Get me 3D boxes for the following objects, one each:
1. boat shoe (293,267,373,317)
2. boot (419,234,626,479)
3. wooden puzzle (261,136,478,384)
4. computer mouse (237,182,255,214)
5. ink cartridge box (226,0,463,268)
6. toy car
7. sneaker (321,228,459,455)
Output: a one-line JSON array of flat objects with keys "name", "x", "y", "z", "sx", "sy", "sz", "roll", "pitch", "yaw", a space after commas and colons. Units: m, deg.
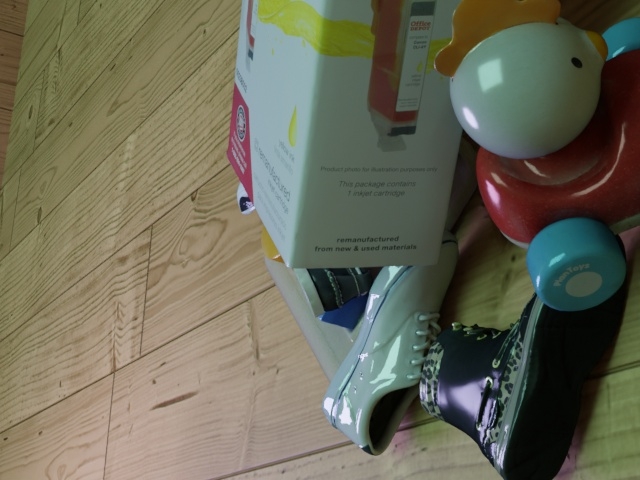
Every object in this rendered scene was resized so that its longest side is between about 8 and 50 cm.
[{"name": "boat shoe", "x": 0.000, "y": 0.000, "z": 1.261, "sx": 0.079, "sy": 0.084, "sz": 0.233, "roll": -25, "pitch": 32, "yaw": 1}, {"name": "boot", "x": 0.174, "y": 0.086, "z": 1.031, "sx": 0.178, "sy": 0.085, "sz": 0.236, "roll": 25, "pitch": 99, "yaw": 65}, {"name": "wooden puzzle", "x": 0.029, "y": -0.028, "z": 1.352, "sx": 0.348, "sy": 0.080, "sz": 0.322, "roll": -65, "pitch": 30, "yaw": 21}, {"name": "computer mouse", "x": -0.073, "y": -0.091, "z": 1.577, "sx": 0.193, "sy": 0.042, "sz": 0.106, "roll": -33, "pitch": 23, "yaw": 53}, {"name": "ink cartridge box", "x": 0.027, "y": -0.204, "z": 1.089, "sx": 0.279, "sy": 0.160, "sz": 0.385, "roll": -121, "pitch": 34, "yaw": -58}, {"name": "toy car", "x": 0.190, "y": -0.112, "z": 0.871, "sx": 0.210, "sy": 0.238, "sz": 0.219, "roll": -27, "pitch": 44, "yaw": 19}, {"name": "sneaker", "x": 0.092, "y": 0.110, "z": 1.186, "sx": 0.091, "sy": 0.094, "sz": 0.258, "roll": 41, "pitch": 119, "yaw": 37}]
